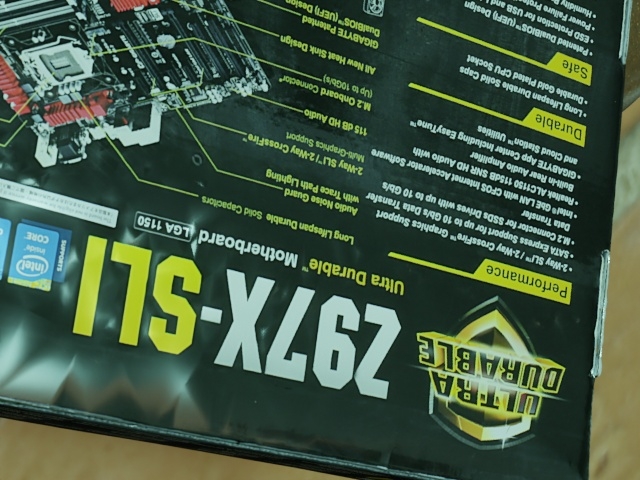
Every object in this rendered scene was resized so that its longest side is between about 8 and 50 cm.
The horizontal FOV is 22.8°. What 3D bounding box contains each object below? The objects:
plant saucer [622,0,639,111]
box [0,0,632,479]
[{"bbox_3d":[0.124,-0.136,0.739,0.199,0.036,0.198,-14,113,-35],"label":"plant saucer"},{"bbox_3d":[-0.040,-0.062,0.516,0.322,0.079,0.257,14,78,-32],"label":"box"}]
